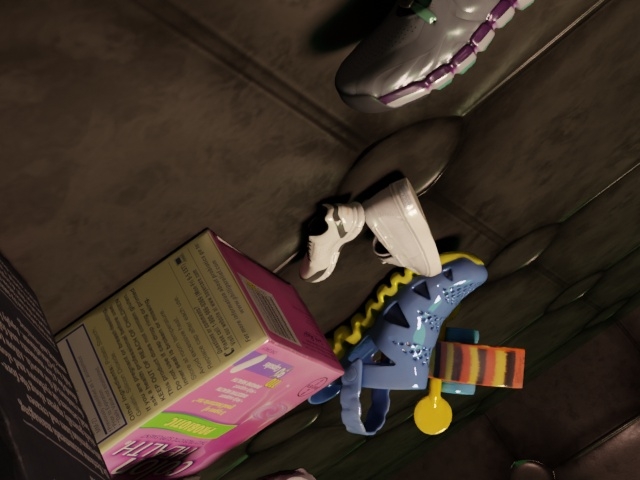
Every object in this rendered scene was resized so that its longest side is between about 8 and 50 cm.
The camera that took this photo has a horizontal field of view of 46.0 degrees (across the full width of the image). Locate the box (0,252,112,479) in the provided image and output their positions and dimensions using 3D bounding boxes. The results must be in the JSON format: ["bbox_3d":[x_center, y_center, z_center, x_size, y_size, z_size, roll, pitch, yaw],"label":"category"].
[{"bbox_3d":[-0.249,0.199,0.369,0.294,0.395,0.212,-26,154,-12],"label":"box"}]

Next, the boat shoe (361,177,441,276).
[{"bbox_3d":[0.084,-0.002,0.791,0.063,0.066,0.184,-21,159,8],"label":"boat shoe"}]

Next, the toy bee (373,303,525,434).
[{"bbox_3d":[0.147,0.180,1.086,0.162,0.195,0.298,7,152,-19],"label":"toy bee"}]

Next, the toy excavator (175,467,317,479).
[{"bbox_3d":[-0.145,0.447,0.633,0.222,0.444,0.433,-28,155,30],"label":"toy excavator"}]

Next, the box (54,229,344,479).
[{"bbox_3d":[-0.131,0.131,0.714,0.243,0.117,0.213,-34,156,5],"label":"box"}]

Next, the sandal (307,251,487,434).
[{"bbox_3d":[0.101,0.139,0.981,0.317,0.138,0.126,-46,150,24],"label":"sandal"}]

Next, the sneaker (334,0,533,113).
[{"bbox_3d":[0.088,-0.178,0.475,0.224,0.083,0.098,-38,135,1],"label":"sneaker"}]

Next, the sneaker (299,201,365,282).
[{"bbox_3d":[0.000,0.000,0.730,0.044,0.040,0.109,5,135,-29],"label":"sneaker"}]
